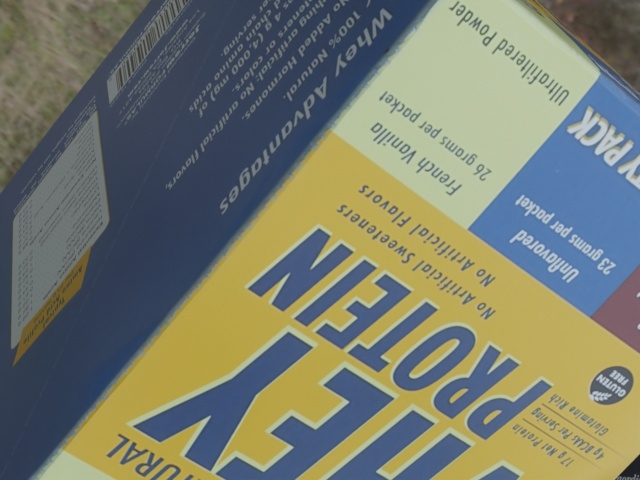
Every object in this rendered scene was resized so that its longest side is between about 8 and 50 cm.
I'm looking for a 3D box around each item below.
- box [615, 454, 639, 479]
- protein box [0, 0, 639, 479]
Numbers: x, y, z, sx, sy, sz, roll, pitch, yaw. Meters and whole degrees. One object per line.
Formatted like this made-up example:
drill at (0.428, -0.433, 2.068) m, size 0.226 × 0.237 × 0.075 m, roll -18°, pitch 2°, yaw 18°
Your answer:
box at (0.214, 0.213, 0.689) m, size 0.108 × 0.153 × 0.207 m, roll 17°, pitch 77°, yaw -33°
protein box at (0.000, 0.000, 0.430) m, size 0.136 × 0.201 × 0.200 m, roll 34°, pitch 106°, yaw -26°
